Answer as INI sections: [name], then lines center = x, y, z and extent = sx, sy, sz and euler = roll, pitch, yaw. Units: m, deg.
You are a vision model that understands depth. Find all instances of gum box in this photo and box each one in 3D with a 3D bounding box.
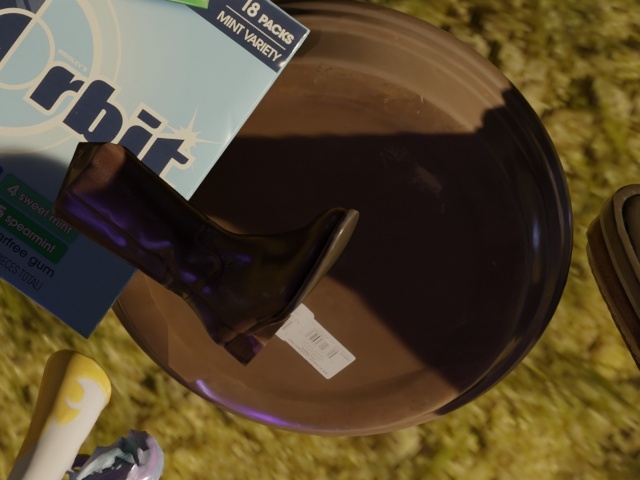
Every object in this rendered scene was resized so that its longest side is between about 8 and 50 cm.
[gum box]
center = -0.122, -0.072, 0.950
extent = 0.157, 0.041, 0.184
euler = 37, 84, -6

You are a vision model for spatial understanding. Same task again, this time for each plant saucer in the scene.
[plant saucer]
center = 0.000, 0.000, 1.089
extent = 0.277, 0.041, 0.278
euler = 4, 120, 6

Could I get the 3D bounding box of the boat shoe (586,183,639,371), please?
[boat shoe]
center = 0.249, 0.113, 1.237
extent = 0.110, 0.104, 0.307
euler = -22, 75, -42

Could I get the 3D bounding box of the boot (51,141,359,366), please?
[boot]
center = -0.051, -0.011, 0.795
extent = 0.114, 0.037, 0.106
euler = 41, 132, 1

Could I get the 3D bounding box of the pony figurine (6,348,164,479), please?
[pony figurine]
center = -0.228, 0.210, 1.081
extent = 0.351, 0.363, 0.303
euler = 38, 132, 1
